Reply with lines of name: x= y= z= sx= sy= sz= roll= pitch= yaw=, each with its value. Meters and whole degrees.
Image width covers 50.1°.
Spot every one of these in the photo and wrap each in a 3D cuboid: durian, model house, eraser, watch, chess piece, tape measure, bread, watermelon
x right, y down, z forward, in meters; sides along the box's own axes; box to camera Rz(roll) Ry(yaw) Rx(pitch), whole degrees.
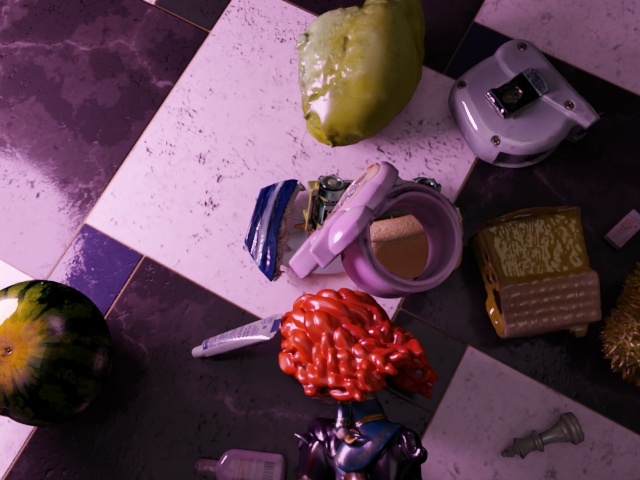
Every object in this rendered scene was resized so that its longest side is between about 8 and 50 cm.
durian: x=0.083 y=-0.348 z=1.393 sx=0.256 sy=0.204 sz=0.339 roll=-2 pitch=83 yaw=15
model house: x=0.402 y=0.071 z=1.268 sx=0.194 sy=0.174 sz=0.234 roll=-10 pitch=71 yaw=-2
eraser: x=0.610 y=-0.022 z=1.369 sx=0.083 sy=0.019 sz=0.038 roll=-42 pitch=76 yaw=-9
watch: x=0.113 y=0.006 z=1.150 sx=0.217 sy=0.211 sz=0.248 roll=40 pitch=69 yaw=-7
durian: x=0.638 y=0.133 z=1.204 sx=0.291 sy=0.291 sz=0.224 roll=-9 pitch=58 yaw=-1
chess piece: x=0.402 y=0.366 z=1.254 sx=0.149 sy=0.059 sz=0.059 roll=-22 pitch=75 yaw=3
tape measure: x=0.404 y=-0.271 z=1.389 sx=0.246 sy=0.125 sz=0.243 roll=-35 pitch=76 yaw=-9
bread: x=0.178 y=0.012 z=1.310 sx=0.189 sy=0.125 sz=0.068 roll=-12 pitch=43 yaw=-6
watermelon: x=-0.506 y=0.198 z=1.219 sx=0.269 sy=0.269 sz=0.268 roll=0 pitch=75 yaw=1

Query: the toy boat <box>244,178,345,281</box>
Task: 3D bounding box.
toy boat: x=0.000 y=0.000 z=1.371 sx=0.291 sy=0.067 sz=0.220 roll=17 pitch=71 yaw=-7

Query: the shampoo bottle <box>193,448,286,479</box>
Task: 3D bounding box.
shampoo bottle: x=-0.148 y=0.424 z=1.254 sx=0.165 sy=0.040 sz=0.079 roll=6 pitch=76 yaw=3

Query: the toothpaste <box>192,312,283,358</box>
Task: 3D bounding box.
toothpaste: x=-0.158 y=0.184 z=1.269 sx=0.216 sy=0.037 sz=0.062 roll=-23 pitch=34 yaw=31

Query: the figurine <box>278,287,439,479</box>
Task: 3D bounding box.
figurine: x=0.058 y=0.287 z=1.181 sx=0.241 sy=0.306 sz=0.411 roll=0 pitch=86 yaw=-28

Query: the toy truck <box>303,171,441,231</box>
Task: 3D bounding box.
toy truck: x=0.098 y=-0.087 z=1.337 sx=0.260 sy=0.128 sz=0.135 roll=0 pitch=40 yaw=-11
